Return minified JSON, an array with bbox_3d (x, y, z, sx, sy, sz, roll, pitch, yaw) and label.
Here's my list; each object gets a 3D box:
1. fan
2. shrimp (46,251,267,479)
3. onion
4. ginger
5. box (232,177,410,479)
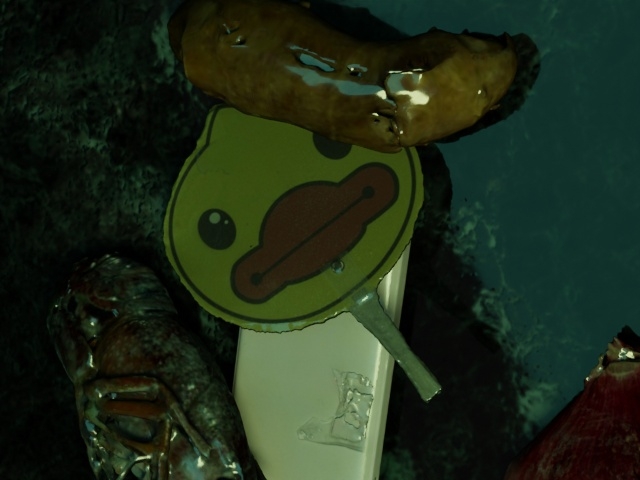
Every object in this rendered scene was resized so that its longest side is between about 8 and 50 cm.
[{"bbox_3d":[0.000,0.000,1.310,0.229,0.011,0.335,-39,65,2],"label":"fan"},{"bbox_3d":[-0.127,0.172,1.367,0.137,0.172,0.372,-26,65,5],"label":"shrimp"},{"bbox_3d":[0.243,0.220,1.253,0.227,0.120,0.284,-6,94,16],"label":"onion"},{"bbox_3d":[0.002,-0.143,1.288,0.309,0.133,0.107,13,135,14],"label":"ginger"},{"bbox_3d":[-0.004,0.090,1.367,0.142,0.044,0.285,11,100,21],"label":"box"}]
